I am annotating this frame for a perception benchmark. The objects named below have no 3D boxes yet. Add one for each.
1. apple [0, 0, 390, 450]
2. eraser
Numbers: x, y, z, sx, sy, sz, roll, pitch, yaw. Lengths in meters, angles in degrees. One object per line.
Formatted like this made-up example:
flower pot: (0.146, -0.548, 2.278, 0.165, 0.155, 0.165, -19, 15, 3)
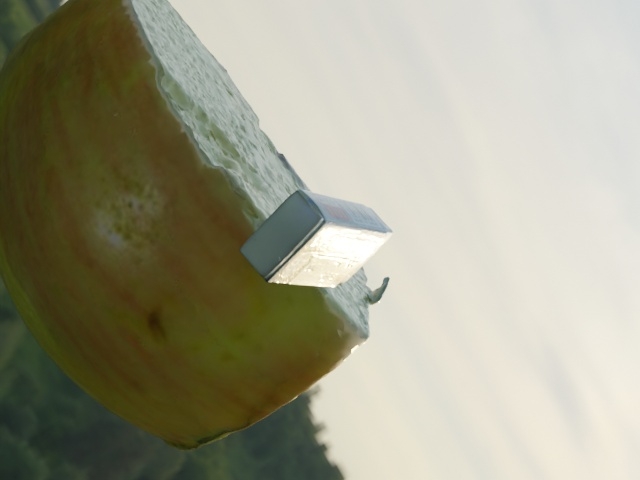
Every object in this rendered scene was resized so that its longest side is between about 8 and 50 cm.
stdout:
apple: (-0.116, -0.027, 1.152, 0.309, 0.252, 0.314, 49, -36, -12)
eraser: (0.000, 0.000, 0.931, 0.029, 0.052, 0.122, 50, 14, 18)
